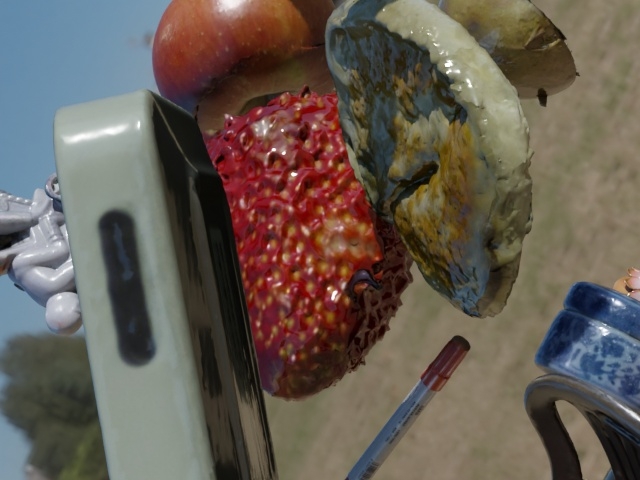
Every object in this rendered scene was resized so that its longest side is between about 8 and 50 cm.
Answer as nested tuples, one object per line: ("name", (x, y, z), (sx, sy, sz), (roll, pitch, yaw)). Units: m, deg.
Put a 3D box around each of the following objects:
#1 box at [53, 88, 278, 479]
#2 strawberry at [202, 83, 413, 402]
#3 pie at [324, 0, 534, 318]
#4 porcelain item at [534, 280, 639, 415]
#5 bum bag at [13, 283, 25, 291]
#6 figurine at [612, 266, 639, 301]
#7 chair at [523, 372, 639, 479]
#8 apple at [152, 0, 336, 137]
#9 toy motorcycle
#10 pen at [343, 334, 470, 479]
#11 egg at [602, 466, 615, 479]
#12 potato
("box", (-0.095, 0.085, 1.076), (0.373, 0.090, 0.367), (-62, -37, -88))
("strawberry", (0.001, -0.002, 1.708), (0.343, 0.292, 0.292), (-106, 32, -41))
("pie", (0.104, -0.085, 1.439), (0.339, 0.077, 0.339), (160, 90, -73))
("porcelain item", (0.319, 0.118, 1.653), (0.114, 0.147, 0.147), (-63, 4, -4))
("bum bag", (-0.260, 0.005, 1.896), (0.123, 0.248, 0.060), (-94, -4, -52))
("figurine", (0.425, 0.057, 1.733), (0.195, 0.102, 0.111), (-17, 16, 28))
("chair", (0.223, 0.260, 1.224), (0.183, 0.175, 0.326), (-49, -36, -6))
("apple", (-0.104, -0.257, 2.039), (0.272, 0.251, 0.206), (116, 134, -63))
("toy motorcycle", (-0.271, 0.028, 1.664), (0.110, 0.260, 0.171), (123, 155, -49))
("pen", (0.094, 0.199, 1.704), (0.239, 0.028, 0.028), (-56, 7, 25))
("egg", (0.451, 0.292, 1.577), (0.282, 0.351, 0.282), (168, 90, -74))
("potato", (0.269, -0.281, 2.308), (0.116, 0.239, 0.299), (-58, -20, -9))
